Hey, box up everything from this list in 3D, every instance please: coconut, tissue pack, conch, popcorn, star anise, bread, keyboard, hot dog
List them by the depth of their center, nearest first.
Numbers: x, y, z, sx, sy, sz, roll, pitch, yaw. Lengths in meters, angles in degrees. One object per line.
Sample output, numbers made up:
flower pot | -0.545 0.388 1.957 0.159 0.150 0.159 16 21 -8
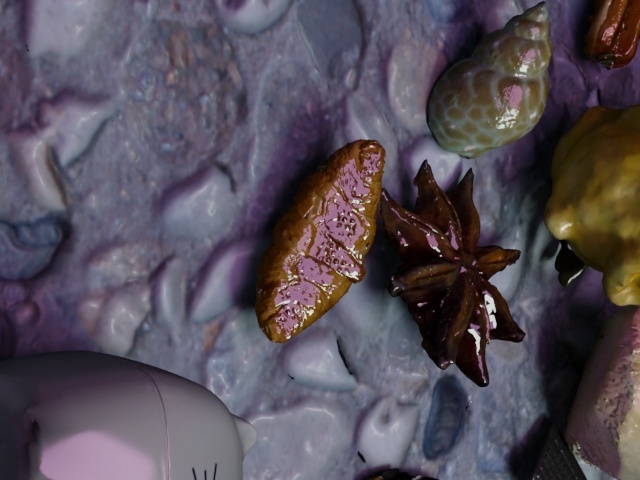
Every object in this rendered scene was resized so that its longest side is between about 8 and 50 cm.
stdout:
tissue pack | -0.192 0.265 1.143 0.236 0.229 0.333 2 94 -37
bread | 0.000 0.000 1.360 0.105 0.076 0.233 31 83 -23
star anise | 0.130 0.039 1.457 0.272 0.102 0.272 27 53 -42
conch | 0.201 -0.168 1.483 0.173 0.106 0.116 -40 99 -12
popcorn | 0.411 -0.061 1.528 0.316 0.297 0.281 -39 149 -31
coconut | 0.439 0.211 1.599 0.245 0.233 0.233 22 79 1
hot dog | 0.371 -0.292 1.625 0.072 0.055 0.188 28 78 -32
keyboard | 0.301 0.314 1.638 0.381 0.041 0.103 53 46 -25

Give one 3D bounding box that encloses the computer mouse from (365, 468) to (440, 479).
computer mouse | 0.074 0.337 1.450 0.241 0.077 0.147 -20 104 -34
